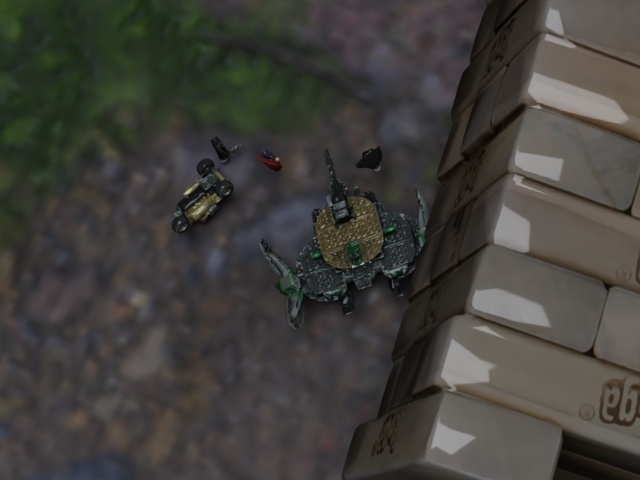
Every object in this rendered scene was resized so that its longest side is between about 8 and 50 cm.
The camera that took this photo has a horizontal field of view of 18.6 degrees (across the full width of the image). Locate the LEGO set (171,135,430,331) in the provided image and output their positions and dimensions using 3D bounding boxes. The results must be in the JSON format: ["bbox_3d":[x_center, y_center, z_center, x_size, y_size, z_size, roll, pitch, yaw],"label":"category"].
[{"bbox_3d":[0.000,-0.002,0.540,0.083,0.023,0.054,38,80,31],"label":"LEGO set"}]

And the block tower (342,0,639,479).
[{"bbox_3d":[0.101,-0.087,0.495,0.097,0.091,0.335,19,76,-6],"label":"block tower"}]
